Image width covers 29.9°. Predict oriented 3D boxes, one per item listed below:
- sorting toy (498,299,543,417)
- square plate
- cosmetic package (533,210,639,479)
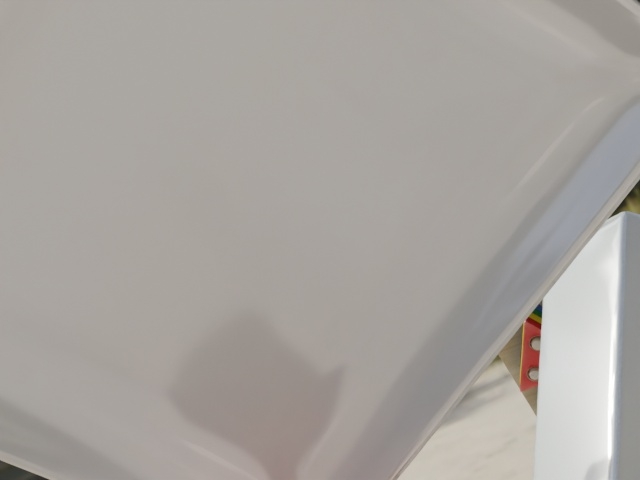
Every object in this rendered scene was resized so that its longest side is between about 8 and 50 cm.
[{"bbox_3d":[0.365,0.145,1.557,0.257,0.255,0.089,-25,21,21],"label":"sorting toy"},{"bbox_3d":[-0.040,-0.031,0.549,0.344,0.347,0.049,-53,29,12],"label":"square plate"},{"bbox_3d":[0.336,0.225,1.133,0.230,0.453,0.161,12,-21,-14],"label":"cosmetic package"}]
